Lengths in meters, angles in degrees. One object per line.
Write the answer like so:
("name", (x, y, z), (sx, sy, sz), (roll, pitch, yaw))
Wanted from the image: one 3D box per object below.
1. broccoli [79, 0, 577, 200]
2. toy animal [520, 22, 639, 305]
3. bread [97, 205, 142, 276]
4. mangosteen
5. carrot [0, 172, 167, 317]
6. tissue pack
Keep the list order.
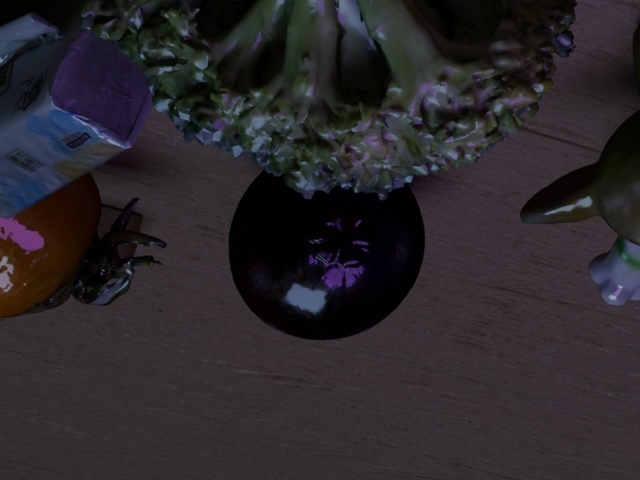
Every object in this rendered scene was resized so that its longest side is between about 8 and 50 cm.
("broccoli", (0.043, -0.202, 1.283), (0.353, 0.275, 0.397), (7, 140, -33))
("toy animal", (0.305, -0.076, 1.429), (0.181, 0.180, 0.363), (29, 158, -17))
("bread", (-0.252, 0.014, 1.958), (0.084, 0.080, 0.109), (19, 152, -9))
("mangosteen", (0.000, 0.000, 1.715), (0.194, 0.194, 0.230), (18, 180, -12))
("carrot", (-0.327, -0.029, 1.741), (0.331, 0.193, 0.214), (36, 176, -21))
("tissue pack", (-0.252, -0.141, 1.550), (0.145, 0.159, 0.229), (35, 148, -25))
